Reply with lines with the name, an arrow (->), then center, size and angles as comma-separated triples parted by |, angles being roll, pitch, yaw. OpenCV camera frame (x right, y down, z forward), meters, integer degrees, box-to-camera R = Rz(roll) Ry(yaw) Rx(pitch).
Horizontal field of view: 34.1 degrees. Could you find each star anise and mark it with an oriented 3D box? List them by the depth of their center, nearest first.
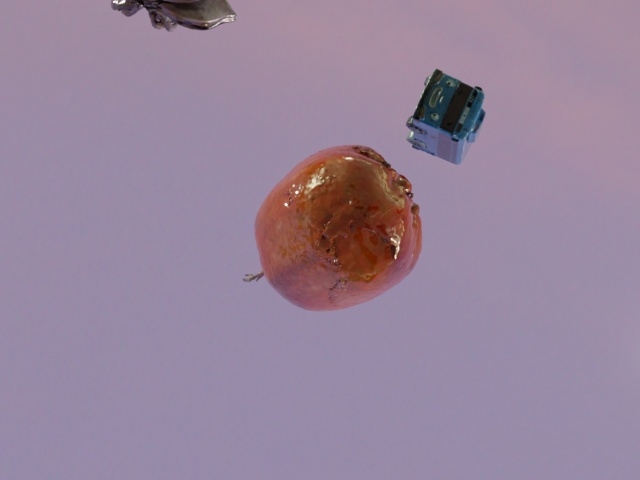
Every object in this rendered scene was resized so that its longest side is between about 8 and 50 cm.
star anise -> -0.216, -0.357, 1.426 | 0.229, 0.236, 0.093 | 27, -115, -24

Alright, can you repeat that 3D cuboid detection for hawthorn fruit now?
hawthorn fruit -> 0.000, 0.000, 1.386 | 0.211, 0.299, 0.211 | 37, -143, -35

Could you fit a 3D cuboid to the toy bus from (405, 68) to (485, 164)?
toy bus -> 0.192, -0.183, 1.573 | 0.106, 0.184, 0.090 | 26, -95, 8
